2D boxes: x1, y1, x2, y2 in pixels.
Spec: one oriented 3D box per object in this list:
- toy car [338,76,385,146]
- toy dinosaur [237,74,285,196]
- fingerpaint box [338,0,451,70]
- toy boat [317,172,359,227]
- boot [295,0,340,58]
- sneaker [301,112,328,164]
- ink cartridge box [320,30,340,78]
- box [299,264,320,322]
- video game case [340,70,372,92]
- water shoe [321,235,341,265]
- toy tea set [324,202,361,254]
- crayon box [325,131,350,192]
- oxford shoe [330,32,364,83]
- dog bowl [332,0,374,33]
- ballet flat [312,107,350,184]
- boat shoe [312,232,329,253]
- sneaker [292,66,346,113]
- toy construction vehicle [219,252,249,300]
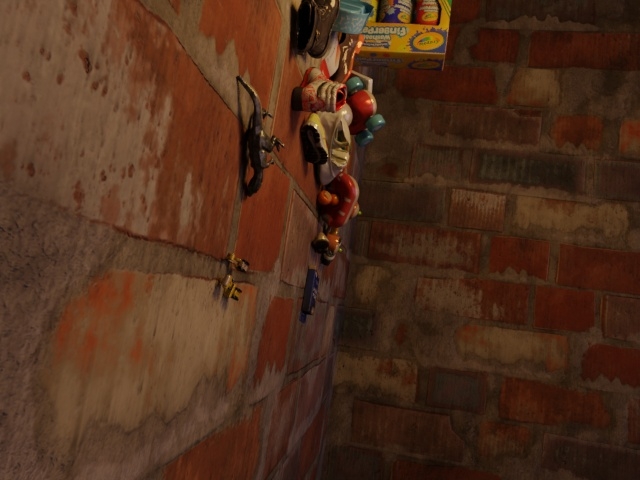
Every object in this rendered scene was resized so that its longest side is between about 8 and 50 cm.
[{"bbox_3d":[0.084,-0.481,1.860,0.219,0.238,0.210,62,-26,9],"label":"toy car"},{"bbox_3d":[-0.130,-0.230,1.041,0.118,0.064,0.268,-55,148,-56],"label":"toy dinosaur"},{"bbox_3d":[0.316,-0.932,2.005,0.163,0.445,0.370,32,66,-78],"label":"fingerpaint box"},{"bbox_3d":[0.053,-0.172,1.974,0.151,0.151,0.231,7,114,-41],"label":"toy boat"},{"bbox_3d":[-0.011,-0.643,1.339,0.229,0.091,0.262,-49,147,-75],"label":"boot"},{"bbox_3d":[-0.011,-0.339,1.599,0.208,0.082,0.094,81,16,-58],"label":"sneaker"},{"bbox_3d":[0.036,-0.656,1.760,0.145,0.045,0.179,41,54,-78],"label":"ink cartridge box"},{"bbox_3d":[-0.042,0.227,1.972,0.136,0.037,0.225,64,35,-73],"label":"box"},{"bbox_3d":[0.133,-0.599,1.981,0.026,0.227,0.206,-22,132,-26],"label":"video game case"},{"bbox_3d":[0.044,0.045,2.301,0.080,0.073,0.203,-63,179,34],"label":"water shoe"},{"bbox_3d":[0.111,-0.079,2.195,0.200,0.124,0.335,127,-15,-75],"label":"toy tea set"},{"bbox_3d":[0.085,-0.393,2.130,0.202,0.081,0.318,78,20,-62],"label":"crayon box"},{"bbox_3d":[0.076,-0.713,1.888,0.097,0.098,0.271,7,-105,63],"label":"oxford shoe"},{"bbox_3d":[0.091,-0.789,1.662,0.297,0.166,0.074,-69,175,-56],"label":"dog bowl"},{"bbox_3d":[0.047,-0.345,1.790,0.400,0.139,0.139,84,16,-54],"label":"ballet flat"},{"bbox_3d":[0.000,0.000,2.001,0.190,0.068,0.072,99,-12,-74],"label":"boat shoe"},{"bbox_3d":[0.014,-0.459,1.459,0.270,0.145,0.090,-70,164,-54],"label":"sneaker"},{"bbox_3d":[-0.189,0.077,1.011,0.098,0.035,0.085,63,46,-69],"label":"toy construction vehicle"}]
